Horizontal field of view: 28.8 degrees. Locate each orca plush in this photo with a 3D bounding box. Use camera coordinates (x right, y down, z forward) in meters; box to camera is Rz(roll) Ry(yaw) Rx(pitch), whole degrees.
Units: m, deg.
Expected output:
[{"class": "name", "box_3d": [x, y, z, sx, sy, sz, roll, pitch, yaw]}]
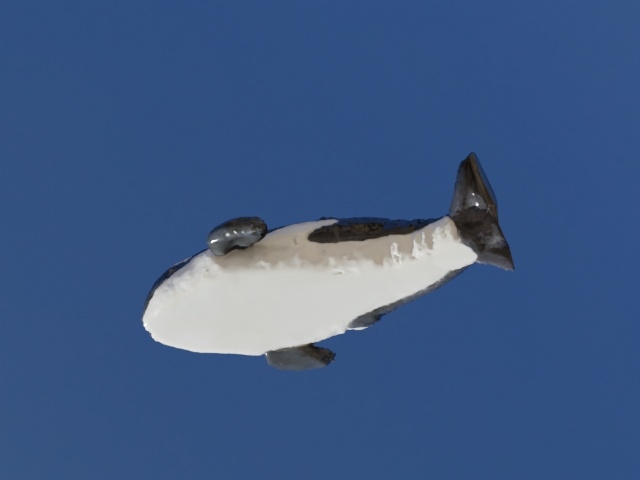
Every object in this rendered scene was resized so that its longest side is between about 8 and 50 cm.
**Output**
[{"class": "orca plush", "box_3d": [0.000, 0.000, 0.931, 0.151, 0.287, 0.102, 44, -146, -26]}]
